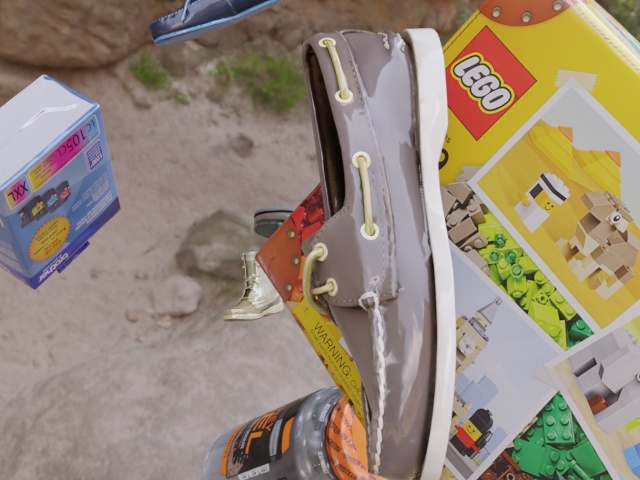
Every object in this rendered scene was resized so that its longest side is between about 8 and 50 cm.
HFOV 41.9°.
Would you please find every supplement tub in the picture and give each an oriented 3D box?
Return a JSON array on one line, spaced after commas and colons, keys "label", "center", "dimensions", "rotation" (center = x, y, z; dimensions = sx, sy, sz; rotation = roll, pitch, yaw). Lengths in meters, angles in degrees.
[{"label": "supplement tub", "center": [-0.016, 0.346, 1.273], "dimensions": [0.207, 0.338, 0.207], "rotation": [23, 52, -33]}]

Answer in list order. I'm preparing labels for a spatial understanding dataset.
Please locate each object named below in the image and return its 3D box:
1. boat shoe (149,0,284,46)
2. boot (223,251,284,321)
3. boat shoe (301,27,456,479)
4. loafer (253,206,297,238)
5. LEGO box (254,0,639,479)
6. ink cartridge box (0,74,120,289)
[{"label": "boat shoe", "center": [-0.166, -0.393, 1.358], "dimensions": [0.258, 0.109, 0.089], "rotation": [-28, 101, -21]}, {"label": "boot", "center": [-0.171, 0.110, 2.049], "dimensions": [0.077, 0.165, 0.213], "rotation": [-3, 4, 33]}, {"label": "boat shoe", "center": [0.034, 0.000, 0.564], "dimensions": [0.096, 0.117, 0.325], "rotation": [2, 71, -6]}, {"label": "loafer", "center": [0.000, 0.000, 1.569], "dimensions": [0.267, 0.096, 0.084], "rotation": [9, 63, 2]}, {"label": "LEGO box", "center": [0.231, 0.086, 0.698], "dimensions": [0.193, 0.372, 0.500], "rotation": [1, 47, -54]}, {"label": "ink cartridge box", "center": [-0.551, -0.091, 1.662], "dimensions": [0.151, 0.395, 0.270], "rotation": [32, 60, 14]}]
